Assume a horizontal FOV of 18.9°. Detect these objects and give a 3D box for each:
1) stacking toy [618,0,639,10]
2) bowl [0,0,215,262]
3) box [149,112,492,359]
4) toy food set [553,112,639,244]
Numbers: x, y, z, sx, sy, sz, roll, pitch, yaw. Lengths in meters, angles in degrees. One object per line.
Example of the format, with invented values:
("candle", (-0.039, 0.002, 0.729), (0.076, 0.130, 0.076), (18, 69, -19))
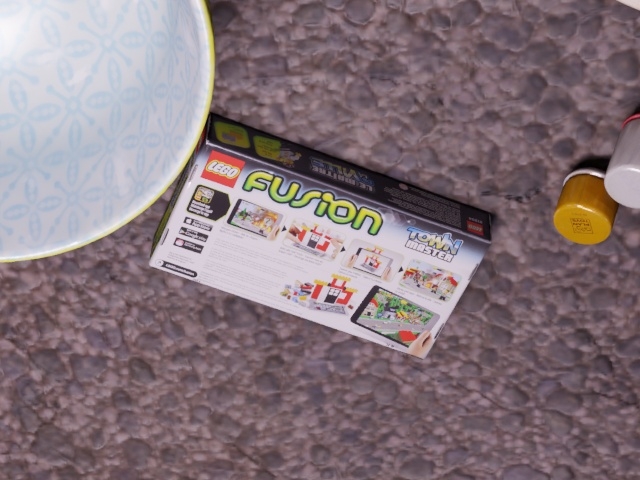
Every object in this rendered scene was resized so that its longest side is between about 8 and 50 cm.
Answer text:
("stacking toy", (0.238, -0.288, 1.040), (0.141, 0.141, 0.330), (24, 119, -14))
("bowl", (-0.201, -0.146, 1.134), (0.289, 0.156, 0.289), (1, 126, 1))
("box", (0.000, 0.000, 1.305), (0.207, 0.036, 0.114), (20, 124, -12))
("toy food set", (0.277, -0.038, 1.253), (0.232, 0.104, 0.111), (13, 141, 15))
